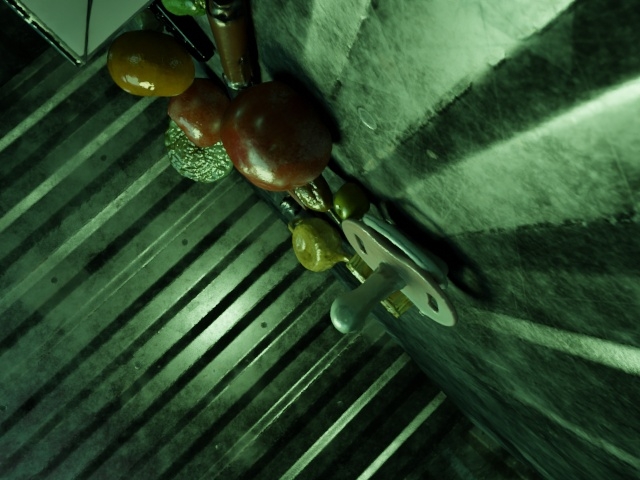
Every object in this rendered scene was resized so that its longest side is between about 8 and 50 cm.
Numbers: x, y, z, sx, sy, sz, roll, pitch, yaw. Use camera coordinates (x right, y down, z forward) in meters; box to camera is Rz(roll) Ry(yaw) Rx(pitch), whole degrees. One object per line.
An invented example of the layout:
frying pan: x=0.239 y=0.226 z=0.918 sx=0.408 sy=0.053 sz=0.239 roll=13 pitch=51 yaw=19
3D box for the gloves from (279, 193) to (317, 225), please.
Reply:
gloves: x=-0.065 y=-0.069 z=1.893 sx=0.285 sy=0.119 sz=0.142 roll=62 pitch=-179 yaw=-13

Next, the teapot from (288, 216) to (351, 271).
teapot: x=0.000 y=0.000 z=1.740 sx=0.311 sy=0.167 sz=0.203 roll=41 pitch=137 yaw=37

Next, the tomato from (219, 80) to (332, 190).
tomato: x=-0.091 y=-0.199 z=0.923 sx=0.232 sy=0.188 sz=0.232 roll=43 pitch=174 yaw=6

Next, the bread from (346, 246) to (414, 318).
bread: x=0.193 y=0.127 z=1.449 sx=0.241 sy=0.107 sz=0.136 roll=46 pitch=176 yaw=6

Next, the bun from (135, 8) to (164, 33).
bun: x=-0.489 y=-0.642 z=1.312 sx=0.115 sy=0.069 sz=0.115 roll=-24 pitch=-90 yaw=-88

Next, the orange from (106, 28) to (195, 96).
orange: x=-0.466 y=-0.491 z=1.271 sx=0.240 sy=0.240 sz=0.171 roll=37 pitch=130 yaw=56

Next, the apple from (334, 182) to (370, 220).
apple: x=0.071 y=-0.089 z=1.060 sx=0.089 sy=0.074 sz=0.089 roll=57 pitch=161 yaw=31

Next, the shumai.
shumai: x=-0.464 y=-0.415 z=1.881 sx=0.304 sy=0.309 sz=0.263 roll=40 pitch=-160 yaw=-16

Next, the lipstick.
lipstick: x=-0.168 y=-0.362 z=0.920 sx=0.077 sy=0.077 sz=0.418 roll=46 pitch=173 yaw=1

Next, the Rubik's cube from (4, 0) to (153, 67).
Rubik's cube: x=-0.541 y=-0.591 z=0.899 sx=0.307 sy=0.305 sz=0.310 roll=45 pitch=173 yaw=10

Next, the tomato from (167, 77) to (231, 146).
tomato: x=-0.368 y=-0.407 z=1.445 sx=0.208 sy=0.184 sz=0.208 roll=50 pitch=179 yaw=1

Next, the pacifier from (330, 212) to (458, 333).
pacifier: x=0.149 y=0.081 z=0.998 sx=0.332 sy=0.273 sz=0.220 roll=41 pitch=-155 yaw=31

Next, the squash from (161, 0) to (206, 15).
squash: x=-0.262 y=-0.471 z=0.883 sx=0.077 sy=0.068 sz=0.219 roll=45 pitch=176 yaw=-36

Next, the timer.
timer: x=-0.349 y=-0.535 z=1.150 sx=0.187 sy=0.055 sz=0.144 roll=46 pitch=178 yaw=-32

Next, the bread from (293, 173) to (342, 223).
bread: x=-0.059 y=-0.177 z=1.108 sx=0.344 sy=0.084 sz=0.124 roll=55 pitch=-170 yaw=2

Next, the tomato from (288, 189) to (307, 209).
tomato: x=-0.089 y=-0.195 z=1.394 sx=0.225 sy=0.085 sz=0.225 roll=45 pitch=177 yaw=3
